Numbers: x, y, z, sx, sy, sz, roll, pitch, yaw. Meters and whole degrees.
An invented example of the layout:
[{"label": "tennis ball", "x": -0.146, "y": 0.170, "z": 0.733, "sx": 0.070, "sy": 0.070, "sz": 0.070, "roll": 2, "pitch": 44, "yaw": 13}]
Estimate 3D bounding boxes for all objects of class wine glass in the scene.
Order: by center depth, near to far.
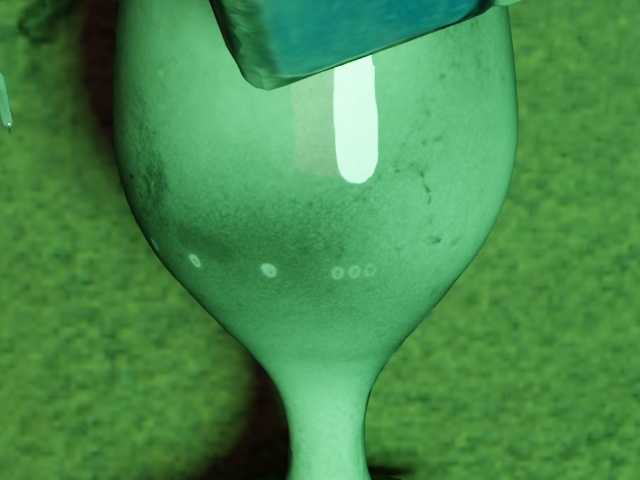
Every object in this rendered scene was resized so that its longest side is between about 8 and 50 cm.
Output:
[{"label": "wine glass", "x": 0.000, "y": 0.000, "z": 0.523, "sx": 0.126, "sy": 0.126, "sz": 0.241, "roll": -2, "pitch": 111, "yaw": -5}]

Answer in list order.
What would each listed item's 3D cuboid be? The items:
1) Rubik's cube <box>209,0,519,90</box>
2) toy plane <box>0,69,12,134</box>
[{"label": "Rubik's cube", "x": 0.048, "y": -0.221, "z": 0.341, "sx": 0.256, "sy": 0.259, "sz": 0.253, "roll": -21, "pitch": 73, "yaw": -1}, {"label": "toy plane", "x": -0.181, "y": -0.056, "z": 0.515, "sx": 0.162, "sy": 0.065, "sz": 0.171, "roll": -12, "pitch": 107, "yaw": -1}]
